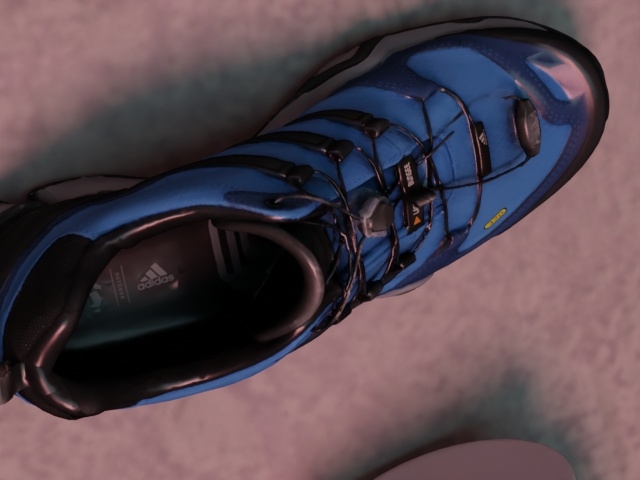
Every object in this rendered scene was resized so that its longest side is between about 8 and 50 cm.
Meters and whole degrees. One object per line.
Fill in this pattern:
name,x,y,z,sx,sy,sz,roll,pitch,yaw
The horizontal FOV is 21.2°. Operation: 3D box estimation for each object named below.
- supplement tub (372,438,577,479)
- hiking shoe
supplement tub,0.088,0.208,0.789,0.144,0.144,0.199,-25,110,-12
hiking shoe,0.000,0.000,0.705,0.304,0.132,0.113,-25,112,-12
